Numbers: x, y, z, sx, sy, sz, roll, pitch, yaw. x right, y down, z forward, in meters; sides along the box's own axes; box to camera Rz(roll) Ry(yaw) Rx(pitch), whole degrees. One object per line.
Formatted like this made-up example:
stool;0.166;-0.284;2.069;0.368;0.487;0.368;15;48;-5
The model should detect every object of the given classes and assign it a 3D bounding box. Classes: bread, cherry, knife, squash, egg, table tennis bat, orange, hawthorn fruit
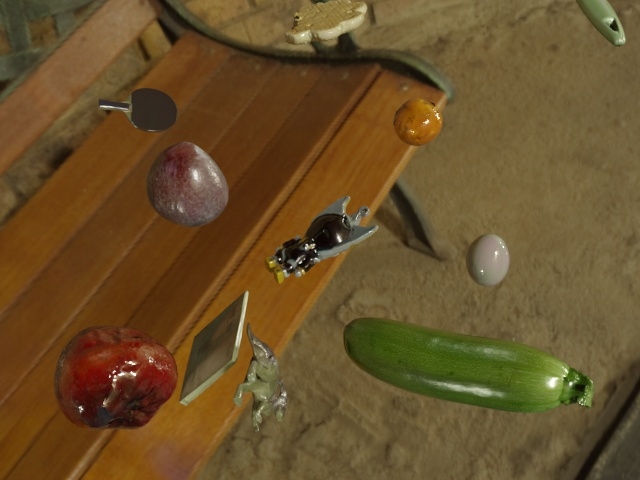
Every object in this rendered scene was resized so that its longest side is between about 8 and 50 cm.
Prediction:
bread;0.016;-0.502;1.715;0.182;0.039;0.251;-4;32;10
cherry;-0.265;-0.107;1.494;0.176;0.176;0.140;14;54;27
knife;0.266;-0.289;0.809;0.043;0.020;0.293;4;44;-9
squash;0.198;0.187;1.113;0.395;0.107;0.107;9;56;29
egg;0.403;0.047;1.800;0.103;0.135;0.103;-1;26;1
table tennis bat;-0.367;-0.267;1.513;0.158;0.014;0.095;3;75;-22
orange;0.165;-0.200;1.268;0.083;0.083;0.083;-9;50;11
hawthorn fruit;-0.427;0.262;1.489;0.230;0.210;0.266;-7;24;-41

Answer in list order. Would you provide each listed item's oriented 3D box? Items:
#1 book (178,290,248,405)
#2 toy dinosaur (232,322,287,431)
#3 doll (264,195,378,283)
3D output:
book;-0.271;0.274;1.902;0.283;0.025;0.215;-41;31;42
toy dinosaur;-0.142;0.343;1.785;0.077;0.294;0.162;7;36;16
doll;0.003;0.003;1.986;0.316;0.103;0.145;-31;26;-12
